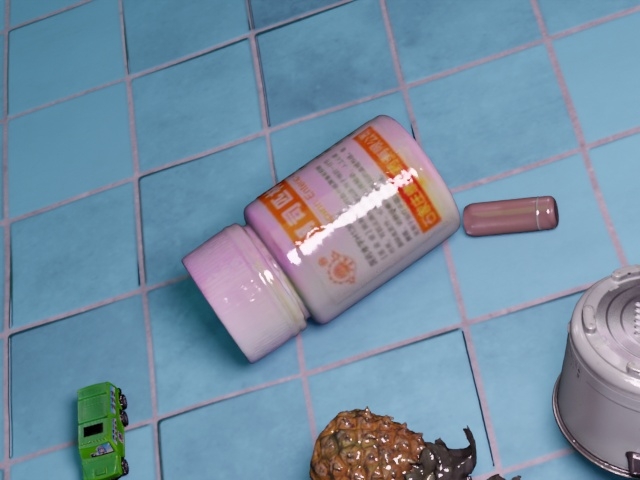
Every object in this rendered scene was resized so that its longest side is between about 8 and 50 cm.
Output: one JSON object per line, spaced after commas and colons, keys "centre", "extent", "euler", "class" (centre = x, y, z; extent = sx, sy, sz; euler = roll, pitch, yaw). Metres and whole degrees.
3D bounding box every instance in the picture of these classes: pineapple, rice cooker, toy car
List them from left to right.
{"centre": [-0.335, 0.294, 2.157], "extent": [0.071, 0.062, 0.165], "euler": [-16, 51, 10], "class": "toy car"}
{"centre": [0.143, 0.320, 1.888], "extent": [0.310, 0.141, 0.170], "euler": [17, 101, 27], "class": "pineapple"}
{"centre": [0.427, 0.178, 1.824], "extent": [0.241, 0.227, 0.281], "euler": [4, 43, 4], "class": "rice cooker"}

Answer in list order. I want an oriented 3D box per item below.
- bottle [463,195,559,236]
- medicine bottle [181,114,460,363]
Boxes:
{"centre": [0.289, -0.037, 2.146], "extent": [0.140, 0.053, 0.053], "euler": [-6, 54, 19], "class": "bottle"}
{"centre": [0.000, 0.000, 2.133], "extent": [0.388, 0.219, 0.219], "euler": [-35, 50, -3], "class": "medicine bottle"}
